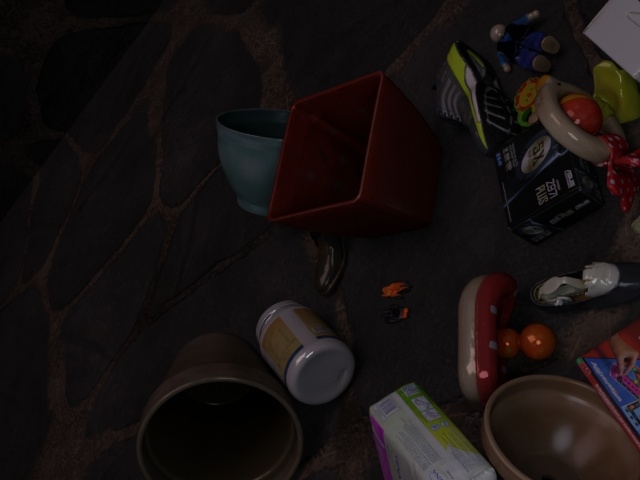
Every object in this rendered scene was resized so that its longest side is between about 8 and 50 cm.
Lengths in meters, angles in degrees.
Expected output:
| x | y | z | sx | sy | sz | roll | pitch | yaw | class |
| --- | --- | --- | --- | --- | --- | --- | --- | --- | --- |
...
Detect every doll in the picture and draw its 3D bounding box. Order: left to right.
| x | y | z | sx | sy | sz | roll | pitch | yaw | class |
| --- | --- | --- | --- | --- | --- | --- | --- | --- | --- |
| 0.383 | -0.379 | 1.830 | 0.129 | 0.046 | 0.189 | -66 | 28 | 13 | doll |

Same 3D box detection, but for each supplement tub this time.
| x | y | z | sx | sy | sz | roll | pitch | yaw | class |
| --- | --- | --- | --- | --- | --- | --- | --- | --- | --- |
| -0.035 | 0.218 | 1.913 | 0.144 | 0.144 | 0.199 | -58 | 36 | 9 | supplement tub |

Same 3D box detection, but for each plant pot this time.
| x | y | z | sx | sy | sz | roll | pitch | yaw | class |
| --- | --- | --- | --- | --- | --- | --- | --- | --- | --- |
| -0.205 | 0.339 | 1.961 | 0.323 | 0.323 | 0.280 | -52 | 20 | 17 | plant pot |
| -0.091 | -0.166 | 2.138 | 0.293 | 0.293 | 0.196 | 35 | 125 | 54 | plant pot |
| 0.088 | -0.135 | 1.894 | 0.267 | 0.236 | 0.267 | -10 | 61 | 48 | plant pot |
| 0.338 | 0.311 | 1.364 | 0.237 | 0.237 | 0.110 | -119 | 30 | -48 | plant pot |

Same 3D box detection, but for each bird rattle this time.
| x | y | z | sx | sy | sz | roll | pitch | yaw | class |
| --- | --- | --- | --- | --- | --- | --- | --- | --- | --- |
| 0.429 | -0.170 | 1.532 | 0.143 | 0.207 | 0.253 | 128 | 156 | -47 | bird rattle |

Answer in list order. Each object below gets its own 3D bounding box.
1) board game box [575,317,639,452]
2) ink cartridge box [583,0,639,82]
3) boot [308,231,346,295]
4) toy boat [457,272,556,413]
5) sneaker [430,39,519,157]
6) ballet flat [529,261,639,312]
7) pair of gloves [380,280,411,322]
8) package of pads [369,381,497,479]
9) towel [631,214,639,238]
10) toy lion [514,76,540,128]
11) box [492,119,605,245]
| x | y | z | sx | sy | sz | roll | pitch | yaw | class |
| --- | --- | --- | --- | --- | --- | --- | --- | --- | --- |
| 0.483 | 0.228 | 1.323 | 0.145 | 0.027 | 0.281 | -35 | 42 | 7 | board game box |
| 0.521 | -0.269 | 1.449 | 0.093 | 0.212 | 0.154 | -50 | 38 | 19 | ink cartridge box |
| 0.000 | 0.000 | 2.033 | 0.082 | 0.106 | 0.219 | -8 | 63 | 49 | boot |
| 0.304 | 0.163 | 1.554 | 0.151 | 0.151 | 0.231 | -4 | 63 | 17 | toy boat |
| 0.289 | -0.252 | 1.843 | 0.121 | 0.111 | 0.300 | -52 | 31 | 34 | sneaker |
| 0.413 | 0.071 | 1.503 | 0.203 | 0.074 | 0.074 | -18 | 56 | 45 | ballet flat |
| 0.146 | 0.119 | 1.860 | 0.074 | 0.010 | 0.083 | -17 | 59 | 44 | pair of gloves |
| 0.181 | 0.392 | 1.432 | 0.101 | 0.296 | 0.229 | -25 | 34 | -14 | package of pads |
| 0.542 | -0.029 | 1.437 | 0.110 | 0.027 | 0.148 | -60 | 36 | 8 | towel |
| 0.389 | -0.252 | 1.765 | 0.096 | 0.034 | 0.100 | 10 | 78 | 60 | toy lion |
| 0.385 | -0.107 | 1.638 | 0.147 | 0.077 | 0.180 | -32 | 46 | 36 | box |
